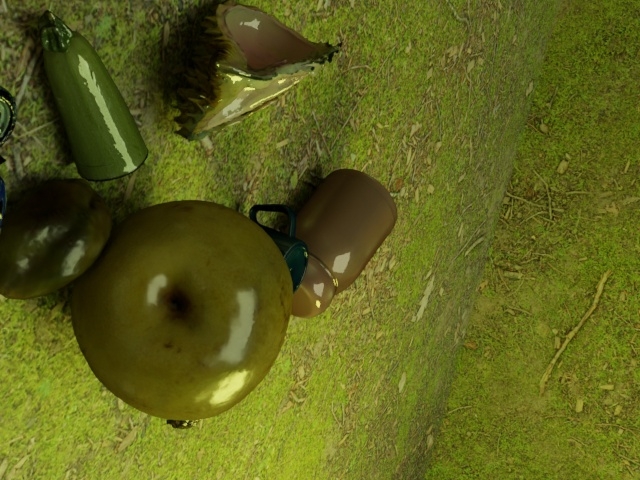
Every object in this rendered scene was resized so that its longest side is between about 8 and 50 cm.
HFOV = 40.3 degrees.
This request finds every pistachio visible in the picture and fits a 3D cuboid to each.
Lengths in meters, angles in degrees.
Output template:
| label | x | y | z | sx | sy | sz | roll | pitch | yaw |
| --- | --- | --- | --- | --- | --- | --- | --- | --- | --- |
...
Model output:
| label | x | y | z | sx | sy | sz | roll | pitch | yaw |
| --- | --- | --- | --- | --- | --- | --- | --- | --- | --- |
| pistachio | -0.319 | -0.003 | 1.045 | 0.189 | 0.110 | 0.100 | -48 | 174 | -40 |

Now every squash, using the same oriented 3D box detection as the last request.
| label | x | y | z | sx | sy | sz | roll | pitch | yaw |
| --- | --- | --- | --- | --- | --- | --- | --- | --- | --- |
| squash | -0.280 | -0.175 | 1.030 | 0.094 | 0.094 | 0.224 | -54 | 146 | -34 |

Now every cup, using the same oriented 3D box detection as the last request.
| label | x | y | z | sx | sy | sz | roll | pitch | yaw |
| --- | --- | --- | --- | --- | --- | --- | --- | --- | --- |
| cup | -0.102 | 0.016 | 1.475 | 0.113 | 0.138 | 0.150 | -38 | 140 | -51 |

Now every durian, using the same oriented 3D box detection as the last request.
| label | x | y | z | sx | sy | sz | roll | pitch | yaw |
| --- | --- | --- | --- | --- | --- | --- | --- | --- | --- |
| durian | -0.125 | -0.225 | 1.260 | 0.195 | 0.186 | 0.305 | -55 | 175 | 34 |

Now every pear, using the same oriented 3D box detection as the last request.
| label | x | y | z | sx | sy | sz | roll | pitch | yaw |
| --- | --- | --- | --- | --- | --- | --- | --- | --- | --- |
| pear | -0.179 | 0.091 | 1.174 | 0.314 | 0.314 | 0.314 | -45 | 145 | -45 |

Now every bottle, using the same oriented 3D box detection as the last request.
| label | x | y | z | sx | sy | sz | roll | pitch | yaw |
| --- | --- | --- | --- | --- | --- | --- | --- | --- | --- |
| bottle | 0.000 | 0.000 | 1.671 | 0.206 | 0.173 | 0.297 | 54 | 54 | -23 |

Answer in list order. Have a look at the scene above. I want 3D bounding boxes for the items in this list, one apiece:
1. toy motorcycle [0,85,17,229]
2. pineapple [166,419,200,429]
| label | x | y | z | sx | sy | sz | roll | pitch | yaw |
| --- | --- | --- | --- | --- | --- | --- | --- | --- | --- |
| toy motorcycle | -0.406 | -0.017 | 0.851 | 0.315 | 0.113 | 0.168 | -48 | 157 | -25 |
| pineapple | -0.237 | 0.237 | 1.443 | 0.074 | 0.074 | 0.159 | -46 | 137 | -44 |
